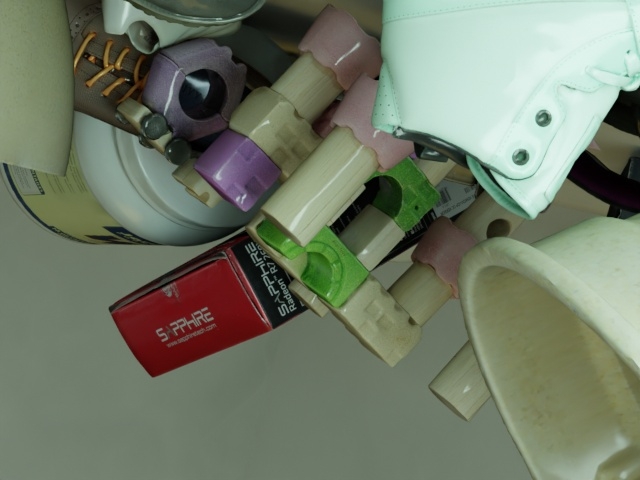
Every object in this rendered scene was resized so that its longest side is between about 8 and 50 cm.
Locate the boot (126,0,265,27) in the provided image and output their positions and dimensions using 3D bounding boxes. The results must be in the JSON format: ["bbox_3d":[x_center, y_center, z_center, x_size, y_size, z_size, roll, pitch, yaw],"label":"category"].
[{"bbox_3d":[-0.102,-0.189,0.966,0.189,0.076,0.208,11,174,-14],"label":"boot"}]

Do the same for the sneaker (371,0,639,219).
[{"bbox_3d":[0.149,-0.075,0.756,0.256,0.151,0.094,13,179,0],"label":"sneaker"}]

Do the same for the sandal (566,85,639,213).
[{"bbox_3d":[0.215,-0.083,1.156,0.167,0.107,0.446,15,180,40],"label":"sandal"}]

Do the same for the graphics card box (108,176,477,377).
[{"bbox_3d":[0.000,0.000,1.572,0.371,0.094,0.233,-31,-177,-38],"label":"graphics card box"}]

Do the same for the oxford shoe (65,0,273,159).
[{"bbox_3d":[-0.174,-0.159,1.370,0.363,0.130,0.133,21,-173,-24],"label":"oxford shoe"}]

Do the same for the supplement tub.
[{"bbox_3d":[-0.176,-0.112,1.645,0.235,0.235,0.325,14,173,-31],"label":"supplement tub"}]

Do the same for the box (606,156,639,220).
[{"bbox_3d":[0.574,0.100,1.998,0.471,0.297,0.480,13,-179,8],"label":"box"}]

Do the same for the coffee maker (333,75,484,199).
[{"bbox_3d":[0.079,-0.114,1.474,0.178,0.120,0.171,15,-179,6],"label":"coffee maker"}]

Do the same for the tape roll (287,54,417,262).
[{"bbox_3d":[-0.016,-0.099,1.921,0.392,0.072,0.392,23,161,8],"label":"tape roll"}]

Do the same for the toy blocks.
[{"bbox_3d":[0.060,-0.075,1.259,0.288,0.260,0.309,47,172,-34],"label":"toy blocks"}]

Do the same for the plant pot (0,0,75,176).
[{"bbox_3d":[-0.294,-0.170,1.107,0.284,0.191,0.284,14,-179,0],"label":"plant pot"}]

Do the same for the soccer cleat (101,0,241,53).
[{"bbox_3d":[-0.126,-0.188,1.315,0.068,0.076,0.196,15,-179,23],"label":"soccer cleat"}]

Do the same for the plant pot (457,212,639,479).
[{"bbox_3d":[0.285,0.069,0.775,0.305,0.334,0.334,-31,-170,-9],"label":"plant pot"}]
